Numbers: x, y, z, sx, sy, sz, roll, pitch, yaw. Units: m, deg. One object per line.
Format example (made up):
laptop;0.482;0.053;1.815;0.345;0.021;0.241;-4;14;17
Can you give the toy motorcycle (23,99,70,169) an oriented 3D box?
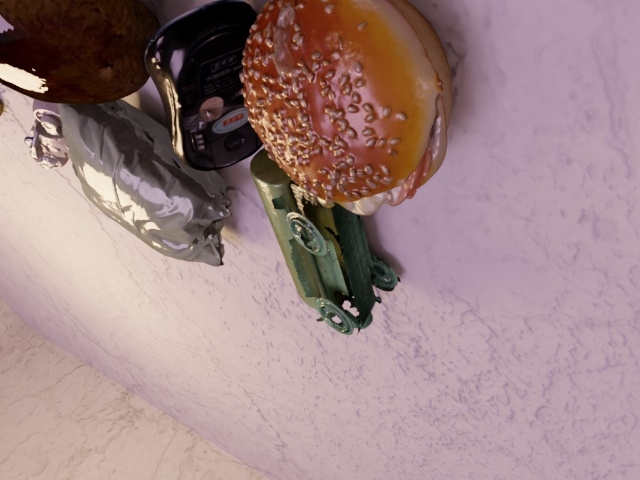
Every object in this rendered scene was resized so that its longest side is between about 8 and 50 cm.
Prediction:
toy motorcycle;-0.480;-0.196;1.090;0.112;0.112;0.254;45;150;-9

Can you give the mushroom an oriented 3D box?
mushroom;-0.352;-0.281;0.683;0.345;0.239;0.345;55;180;0

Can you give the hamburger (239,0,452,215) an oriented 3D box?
hamburger;0.024;-0.137;0.566;0.236;0.147;0.237;26;144;21

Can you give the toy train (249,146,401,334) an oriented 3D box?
toy train;-0.006;0.005;0.803;0.189;0.126;0.308;18;144;32

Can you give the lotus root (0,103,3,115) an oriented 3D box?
lotus root;-0.710;-0.275;1.255;0.099;0.054;0.049;-7;106;49

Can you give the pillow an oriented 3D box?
pillow;-0.276;-0.082;0.966;0.309;0.138;0.283;35;154;0

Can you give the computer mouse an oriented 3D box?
computer mouse;-0.125;-0.181;0.687;0.096;0.137;0.233;48;156;23
